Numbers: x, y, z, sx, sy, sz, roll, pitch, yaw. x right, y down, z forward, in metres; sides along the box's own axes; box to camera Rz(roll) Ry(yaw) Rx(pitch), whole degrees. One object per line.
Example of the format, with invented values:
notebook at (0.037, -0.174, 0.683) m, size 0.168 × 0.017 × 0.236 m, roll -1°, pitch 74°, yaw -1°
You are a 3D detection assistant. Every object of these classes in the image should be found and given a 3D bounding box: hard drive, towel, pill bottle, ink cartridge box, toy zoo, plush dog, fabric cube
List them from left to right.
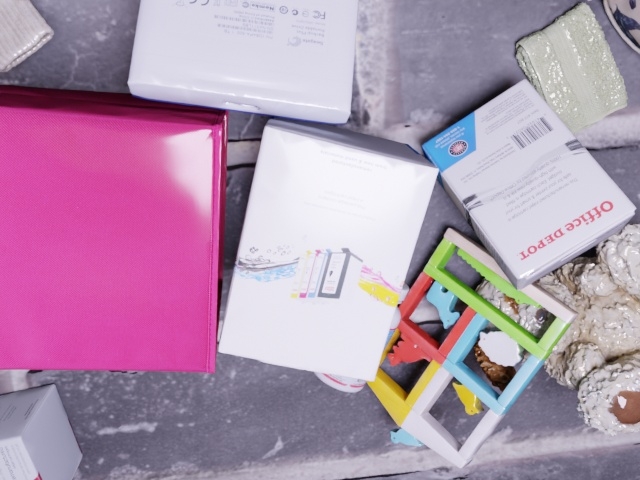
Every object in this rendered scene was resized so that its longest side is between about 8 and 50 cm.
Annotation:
ink cartridge box at (-0.441, 0.294, 0.799) m, size 0.176 × 0.127 × 0.128 m, roll -13°, pitch 109°, yaw 0°
fabric cube at (-0.234, -0.028, 0.646) m, size 0.259 × 0.259 × 0.253 m, roll 1°, pitch 107°, yaw -8°
hard drive at (-0.064, -0.285, 0.609) m, size 0.211 × 0.040 × 0.318 m, roll 6°, pitch 78°, yaw -7°
ink cartridge box at (0.000, 0.000, 0.646) m, size 0.169 × 0.171 × 0.232 m, roll 13°, pitch 106°, yaw -6°
pill bottle at (0.054, 0.118, 0.809) m, size 0.087 × 0.087 × 0.160 m, roll 24°, pitch 104°, yaw -12°
toy zoo at (0.171, 0.156, 0.790) m, size 0.030 × 0.192 × 0.293 m, roll 6°, pitch 119°, yaw -53°
ink cartridge box at (0.240, -0.064, 0.712) m, size 0.148 × 0.086 × 0.203 m, roll -32°, pitch 69°, yaw 5°
plush dog at (0.318, 0.099, 0.802) m, size 0.226 × 0.210 × 0.262 m, roll 10°, pitch 89°, yaw 9°
towel at (0.321, -0.211, 0.757) m, size 0.110 × 0.027 × 0.148 m, roll -32°, pitch 108°, yaw 4°

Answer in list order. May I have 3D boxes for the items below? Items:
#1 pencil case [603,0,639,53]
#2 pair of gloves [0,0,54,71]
pencil case at (0.512, -0.373, 0.652) m, size 0.410 × 0.160 × 0.183 m, roll -41°, pitch 63°, yaw 9°
pair of gloves at (-0.428, -0.239, 0.630) m, size 0.240 × 0.042 × 0.204 m, roll -29°, pitch 83°, yaw 3°
